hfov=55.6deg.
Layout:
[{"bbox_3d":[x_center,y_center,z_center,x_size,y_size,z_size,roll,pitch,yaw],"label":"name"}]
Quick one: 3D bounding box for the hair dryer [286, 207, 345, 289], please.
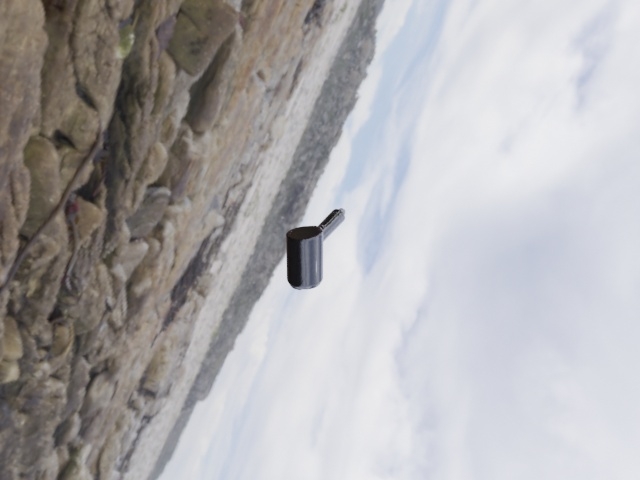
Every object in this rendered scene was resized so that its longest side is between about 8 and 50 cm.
[{"bbox_3d":[0.000,-0.002,1.230,0.248,0.070,0.114,-49,144,-59],"label":"hair dryer"}]
